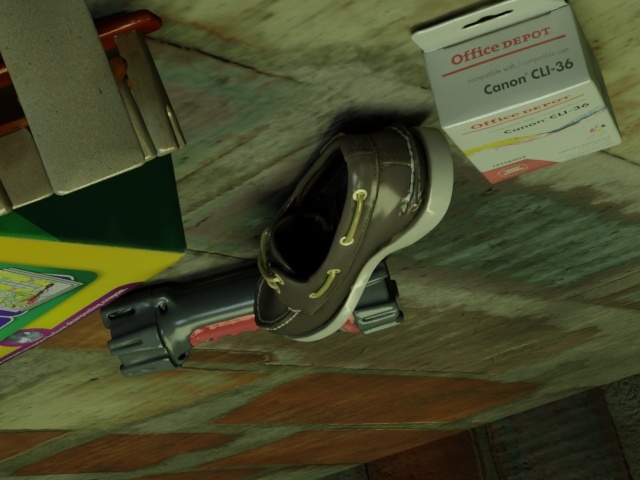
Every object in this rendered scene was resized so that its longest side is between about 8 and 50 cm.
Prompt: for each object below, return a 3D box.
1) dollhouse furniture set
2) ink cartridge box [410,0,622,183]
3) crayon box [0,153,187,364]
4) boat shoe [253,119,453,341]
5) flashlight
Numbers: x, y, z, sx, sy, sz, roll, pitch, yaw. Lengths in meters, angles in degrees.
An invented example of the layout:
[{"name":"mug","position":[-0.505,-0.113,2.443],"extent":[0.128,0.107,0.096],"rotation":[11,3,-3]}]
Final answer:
[{"name":"dollhouse furniture set","position":[-0.206,-0.071,0.644],"extent":[0.259,0.135,0.262],"rotation":[-20,-173,-1]},{"name":"ink cartridge box","position":[0.151,-0.112,0.933],"extent":[0.115,0.067,0.198],"rotation":[-18,161,18]},{"name":"crayon box","position":[-0.338,0.019,0.939],"extent":[0.313,0.106,0.363],"rotation":[8,152,-45]},{"name":"boat shoe","position":[0.000,0.000,1.105],"extent":[0.096,0.117,0.324],"rotation":[2,154,-26]},{"name":"flashlight","position":[-0.069,0.078,1.309],"extent":[0.304,0.103,0.103],"rotation":[-16,165,8]}]
